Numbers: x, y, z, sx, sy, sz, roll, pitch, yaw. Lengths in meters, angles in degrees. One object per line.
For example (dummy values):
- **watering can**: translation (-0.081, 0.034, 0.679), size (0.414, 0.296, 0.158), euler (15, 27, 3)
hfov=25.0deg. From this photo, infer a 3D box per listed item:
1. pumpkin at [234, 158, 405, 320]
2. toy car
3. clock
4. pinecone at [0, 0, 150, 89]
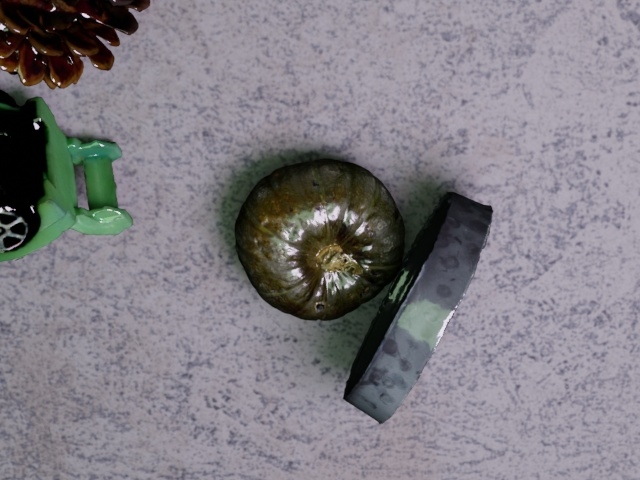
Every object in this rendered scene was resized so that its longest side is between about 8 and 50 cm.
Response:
- **pumpkin**: translation (0.000, 0.000, 1.875), size (0.224, 0.157, 0.223), euler (-4, 115, -10)
- **toy car**: translation (-0.438, -0.047, 1.827), size (0.359, 0.213, 0.176), euler (-24, 141, 8)
- **clock**: translation (0.121, 0.083, 1.828), size (0.061, 0.312, 0.312), euler (27, 104, -1)
- **pinecone**: translation (-0.301, -0.327, 1.706), size (0.246, 0.246, 0.292), euler (41, 121, -13)
